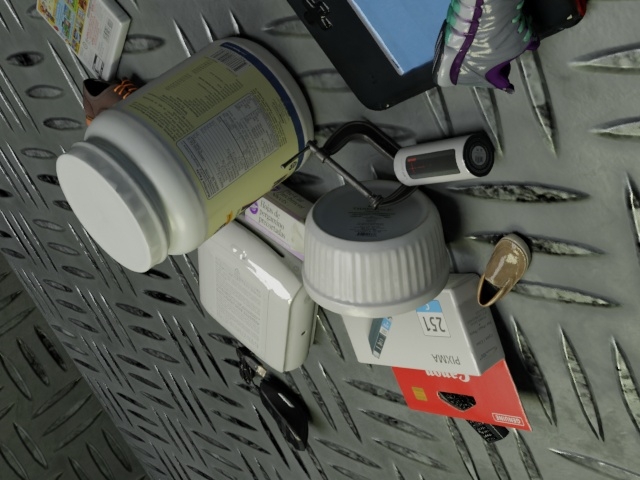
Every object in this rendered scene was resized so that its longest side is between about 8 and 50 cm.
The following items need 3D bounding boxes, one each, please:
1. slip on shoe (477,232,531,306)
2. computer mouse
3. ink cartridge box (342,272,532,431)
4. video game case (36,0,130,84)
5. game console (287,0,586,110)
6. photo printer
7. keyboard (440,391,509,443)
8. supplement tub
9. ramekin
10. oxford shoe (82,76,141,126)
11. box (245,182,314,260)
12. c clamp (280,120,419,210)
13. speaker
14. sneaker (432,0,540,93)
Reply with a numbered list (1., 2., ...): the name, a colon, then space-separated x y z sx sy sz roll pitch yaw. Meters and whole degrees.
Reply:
1. slip on shoe: 0.241 0.043 1.230 0.051 0.041 0.135 42 150 15
2. computer mouse: -0.097 0.337 2.044 0.262 0.060 0.184 47 158 30
3. ink cartridge box: 0.167 0.181 1.432 0.296 0.066 0.261 -5 110 56
4. video game case: -0.433 -0.410 1.658 0.206 0.026 0.227 49 152 2
5. game console: 0.070 -0.326 1.017 0.342 0.060 0.386 56 151 -12
6. photo printer: -0.118 0.081 1.710 0.256 0.107 0.307 37 148 21
7. keyboard: 0.226 0.264 1.520 0.192 0.038 0.100 46 151 5
8. supplement tub: -0.194 -0.127 1.344 0.235 0.325 0.235 35 148 25
9. ramekin: 0.074 0.002 1.260 0.207 0.207 0.109 25 134 38
10. oxford shoe: -0.345 -0.238 1.659 0.271 0.097 0.098 14 129 37
11. box: 0.000 0.000 1.435 0.324 0.067 0.063 35 128 41
12. c clamp: 0.050 -0.096 1.240 0.160 0.137 0.022 36 155 13
13. speaker: 0.155 -0.101 1.168 0.136 0.055 0.055 -2 123 56
14. sneaker: 0.179 -0.237 0.898 0.098 0.083 0.224 11 146 -1
